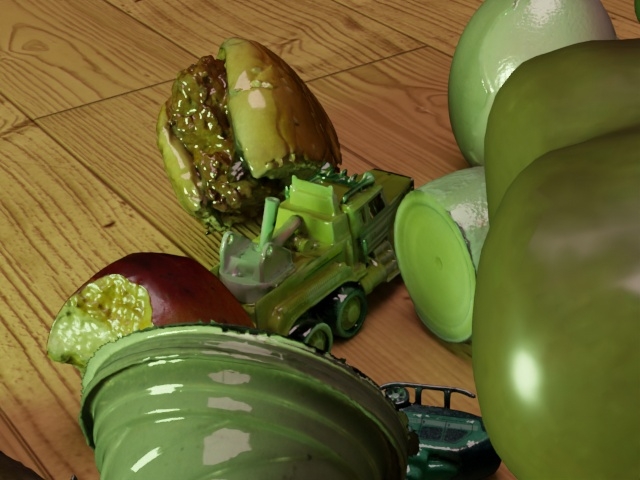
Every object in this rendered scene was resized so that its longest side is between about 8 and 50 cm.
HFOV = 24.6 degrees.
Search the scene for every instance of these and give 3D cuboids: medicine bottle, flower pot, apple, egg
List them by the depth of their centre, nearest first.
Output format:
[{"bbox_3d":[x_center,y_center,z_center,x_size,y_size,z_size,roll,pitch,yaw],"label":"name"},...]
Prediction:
[{"bbox_3d":[-0.061,0.170,0.962,0.236,0.235,0.140,2,53,14],"label":"flower pot"},{"bbox_3d":[-0.118,0.091,1.154,0.158,0.156,0.147,38,43,13],"label":"apple"},{"bbox_3d":[0.156,0.005,1.265,0.143,0.147,0.147,-17,31,-25],"label":"medicine bottle"},{"bbox_3d":[0.222,-0.174,1.513,0.183,0.217,0.183,-2,26,1],"label":"egg"}]

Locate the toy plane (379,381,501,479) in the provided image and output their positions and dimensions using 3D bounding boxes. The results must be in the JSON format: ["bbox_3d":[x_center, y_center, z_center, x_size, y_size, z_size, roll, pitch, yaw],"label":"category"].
[{"bbox_3d":[0.043,0.158,1.102,0.235,0.060,0.096,5,43,9],"label":"toy plane"}]

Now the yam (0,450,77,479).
[{"bbox_3d":[-0.274,0.185,1.035,0.131,0.131,0.280,-28,33,-35],"label":"yam"}]

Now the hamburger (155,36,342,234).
[{"bbox_3d":[-0.074,-0.103,1.445,0.155,0.245,0.282,-23,42,7],"label":"hamburger"}]

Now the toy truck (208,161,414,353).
[{"bbox_3d":[0.002,0.001,1.313,0.128,0.135,0.259,17,32,34],"label":"toy truck"}]

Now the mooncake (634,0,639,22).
[{"bbox_3d":[0.439,-0.286,1.537,0.187,0.351,0.351,9,32,24],"label":"mooncake"}]

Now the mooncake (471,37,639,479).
[{"bbox_3d":[0.227,0.116,0.757,0.262,0.467,0.467,-5,28,10],"label":"mooncake"}]
